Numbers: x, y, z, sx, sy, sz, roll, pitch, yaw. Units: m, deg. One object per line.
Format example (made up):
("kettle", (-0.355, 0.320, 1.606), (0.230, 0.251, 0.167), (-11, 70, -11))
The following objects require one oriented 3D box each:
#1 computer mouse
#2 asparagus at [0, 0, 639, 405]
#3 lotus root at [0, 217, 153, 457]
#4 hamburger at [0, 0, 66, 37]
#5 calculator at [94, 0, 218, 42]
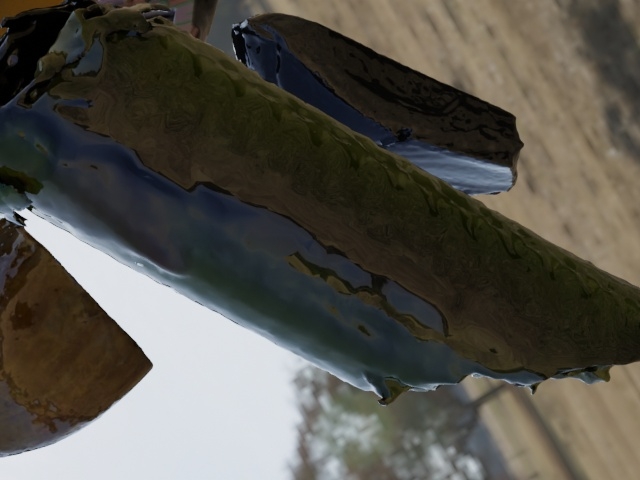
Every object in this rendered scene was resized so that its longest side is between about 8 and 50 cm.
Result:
("computer mouse", (0.033, -0.081, 1.107), (0.217, 0.074, 0.122), (22, 173, -12))
("asparagus", (0.000, 0.000, 0.829), (0.381, 0.128, 0.108), (28, 159, -6))
("lotus root", (-0.274, 0.102, 1.455), (0.188, 0.180, 0.199), (46, 167, -13))
("hamburger", (-0.304, -0.202, 1.120), (0.176, 0.300, 0.300), (35, 168, 30))
("calculator", (-0.195, -0.207, 1.476), (0.330, 0.220, 0.048), (-89, -14, -49))
